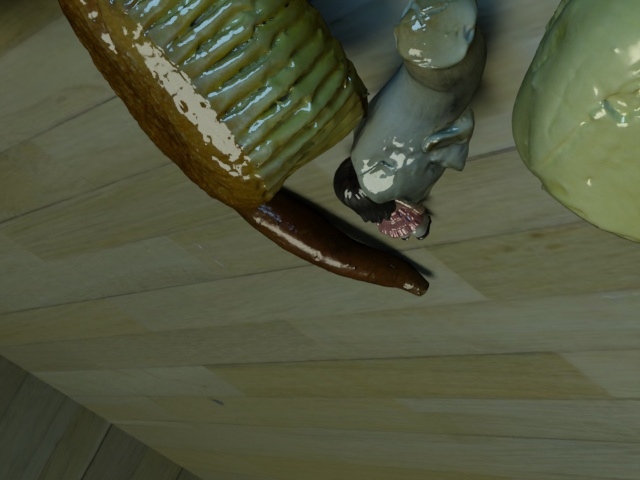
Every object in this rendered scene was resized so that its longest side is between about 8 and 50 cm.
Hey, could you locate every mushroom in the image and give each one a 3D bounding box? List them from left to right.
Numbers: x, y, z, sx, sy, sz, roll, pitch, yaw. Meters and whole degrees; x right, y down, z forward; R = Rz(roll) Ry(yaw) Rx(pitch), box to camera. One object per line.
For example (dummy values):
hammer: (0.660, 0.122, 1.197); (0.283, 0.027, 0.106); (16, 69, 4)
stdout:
mushroom: (0.079, -0.112, 0.992); (0.096, 0.099, 0.278); (-15, 160, -16)

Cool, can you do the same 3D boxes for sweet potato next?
sweet potato: (-0.001, 0.001, 1.380); (0.264, 0.057, 0.057); (30, 158, -4)

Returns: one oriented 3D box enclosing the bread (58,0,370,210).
bread: (-0.091, -0.149, 0.958); (0.253, 0.142, 0.227); (50, 172, -22)

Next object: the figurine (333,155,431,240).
figurine: (0.065, -0.039, 1.223); (0.072, 0.054, 0.129); (0, 148, 41)

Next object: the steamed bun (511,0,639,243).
steamed bun: (0.267, -0.096, 0.730); (0.273, 0.166, 0.232); (20, 145, 3)
